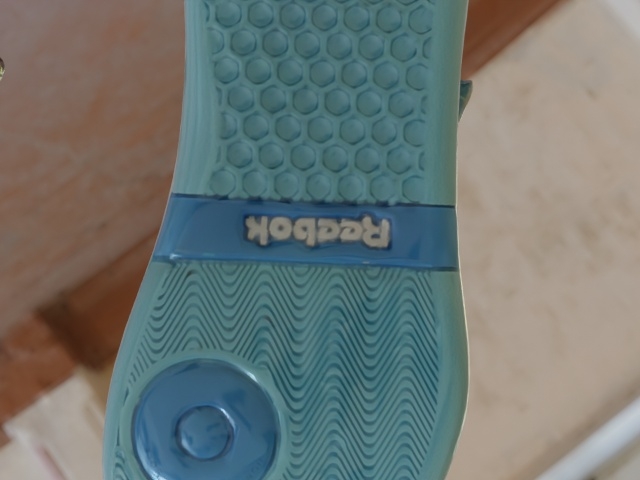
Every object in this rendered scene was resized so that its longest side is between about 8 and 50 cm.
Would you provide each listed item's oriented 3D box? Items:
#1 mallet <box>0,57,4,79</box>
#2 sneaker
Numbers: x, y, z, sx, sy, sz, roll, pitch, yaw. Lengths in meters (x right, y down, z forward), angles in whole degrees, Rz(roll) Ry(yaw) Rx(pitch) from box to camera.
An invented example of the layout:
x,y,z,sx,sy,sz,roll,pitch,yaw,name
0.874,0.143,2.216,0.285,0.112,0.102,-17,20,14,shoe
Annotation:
x,y,z,sx,sy,sz,roll,pitch,yaw,name
-0.204,-0.110,1.095,0.189,0.039,0.062,-56,158,-80,mallet
0.000,0.000,0.763,0.208,0.127,0.319,29,71,-87,sneaker
